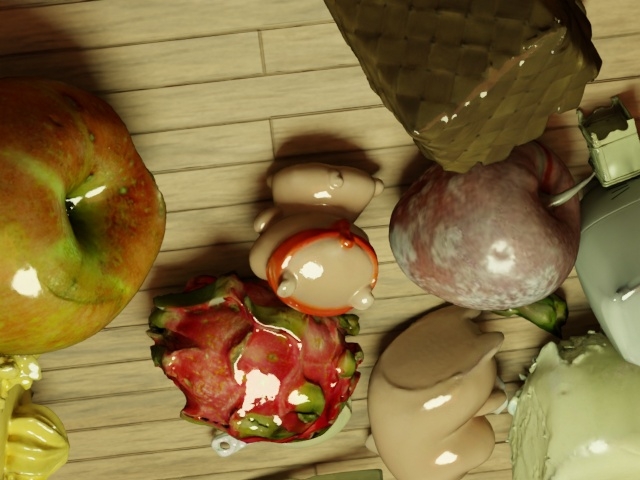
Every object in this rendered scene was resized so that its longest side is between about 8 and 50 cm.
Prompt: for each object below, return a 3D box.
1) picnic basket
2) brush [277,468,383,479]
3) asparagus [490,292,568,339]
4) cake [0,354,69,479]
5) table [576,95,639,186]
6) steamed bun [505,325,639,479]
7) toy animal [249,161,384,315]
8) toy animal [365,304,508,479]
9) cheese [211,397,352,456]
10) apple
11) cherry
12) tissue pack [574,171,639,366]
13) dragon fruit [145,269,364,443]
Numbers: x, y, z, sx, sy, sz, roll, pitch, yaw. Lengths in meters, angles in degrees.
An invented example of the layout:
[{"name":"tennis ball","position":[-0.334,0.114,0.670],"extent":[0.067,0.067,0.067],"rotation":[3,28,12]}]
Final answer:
[{"name":"picnic basket","position":[0.171,-0.236,1.334],"extent":[0.254,0.291,0.321],"rotation":[-34,163,15]},{"name":"brush","position":[-0.029,0.401,1.812],"extent":[0.282,0.054,0.048],"rotation":[-13,139,25]},{"name":"asparagus","position":[0.255,0.068,1.644],"extent":[0.287,0.080,0.080],"rotation":[22,119,-20]},{"name":"cake","position":[-0.494,0.217,1.598],"extent":[0.286,0.222,0.227],"rotation":[-1,126,-4]},{"name":"table","position":[0.380,-0.131,1.520],"extent":[0.062,0.079,0.083],"rotation":[-20,121,6]},{"name":"steamed bun","position":[0.436,0.268,1.694],"extent":[0.312,0.233,0.334],"rotation":[6,148,-14]},{"name":"toy animal","position":[0.000,0.000,1.506],"extent":[0.171,0.197,0.171],"rotation":[4,159,1]},{"name":"toy animal","position":[0.170,0.243,1.699],"extent":[0.213,0.195,0.256],"rotation":[-25,125,-13]},{"name":"cheese","position":[-0.064,0.271,1.760],"extent":[0.227,0.064,0.137],"rotation":[-27,120,14]},{"name":"apple","position":[-0.370,-0.030,1.382],"extent":[0.340,0.339,0.339],"rotation":[-2,123,-3]},{"name":"cherry","position":[0.226,-0.022,1.481],"extent":[0.285,0.236,0.213],"rotation":[-23,104,27]},{"name":"tissue pack","position":[0.503,-0.001,1.533],"extent":[0.333,0.236,0.229],"rotation":[-22,131,10]},{"name":"dragon fruit","position":[-0.093,0.157,1.589],"extent":[0.303,0.237,0.231],"rotation":[9,98,3]}]
